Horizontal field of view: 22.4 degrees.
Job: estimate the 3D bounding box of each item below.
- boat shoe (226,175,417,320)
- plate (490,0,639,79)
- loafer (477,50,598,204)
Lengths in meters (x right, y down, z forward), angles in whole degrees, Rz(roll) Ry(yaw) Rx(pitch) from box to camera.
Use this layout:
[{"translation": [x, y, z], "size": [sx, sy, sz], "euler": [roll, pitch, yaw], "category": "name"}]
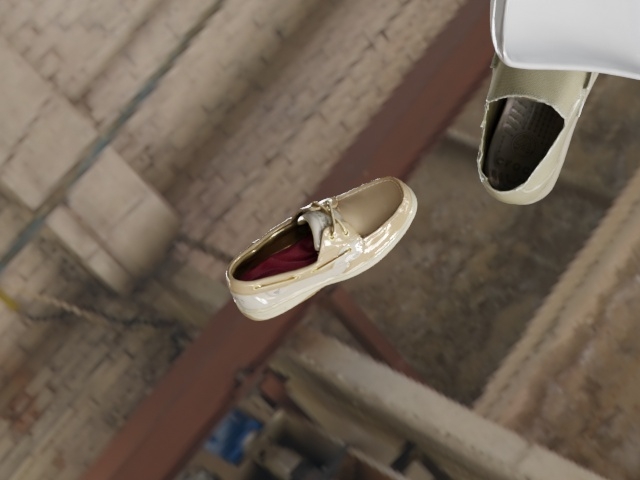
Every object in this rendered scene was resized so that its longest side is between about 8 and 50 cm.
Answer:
[{"translation": [0.000, 0.000, 1.289], "size": [0.170, 0.059, 0.063], "euler": [-35, -124, -3], "category": "boat shoe"}, {"translation": [0.212, -0.271, 1.283], "size": [0.045, 0.278, 0.277], "euler": [9, -82, 36], "category": "plate"}, {"translation": [0.209, -0.152, 1.512], "size": [0.102, 0.269, 0.092], "euler": [14, -161, 13], "category": "loafer"}]
